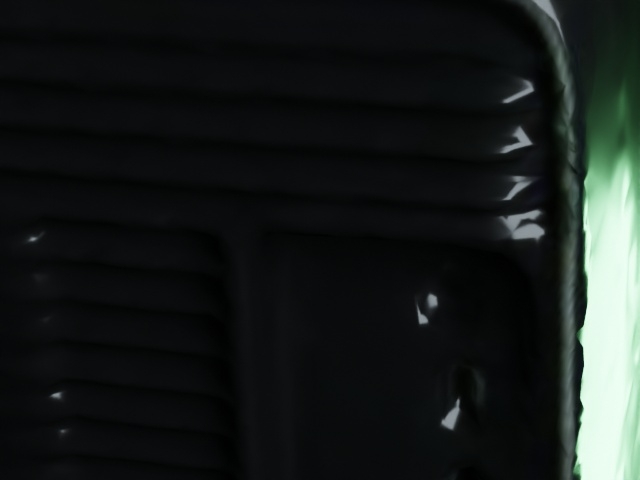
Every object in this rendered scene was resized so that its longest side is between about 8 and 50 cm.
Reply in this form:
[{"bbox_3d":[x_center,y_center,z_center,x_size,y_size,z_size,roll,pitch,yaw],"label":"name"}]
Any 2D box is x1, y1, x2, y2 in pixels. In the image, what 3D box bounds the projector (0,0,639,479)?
[{"bbox_3d":[0.000,0.000,0.586,0.405,0.242,0.395,-64,156,-56],"label":"projector"}]
